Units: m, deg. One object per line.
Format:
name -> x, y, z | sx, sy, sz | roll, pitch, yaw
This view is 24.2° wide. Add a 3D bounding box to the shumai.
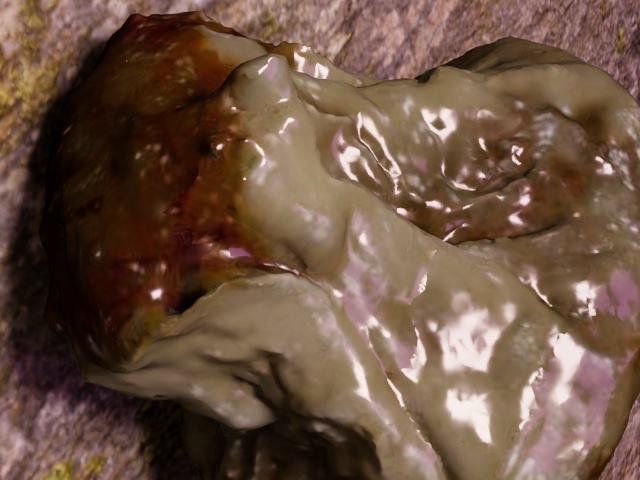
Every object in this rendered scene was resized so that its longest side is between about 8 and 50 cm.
shumai -> 0.000, 0.000, 0.897 | 0.323, 0.324, 0.398 | 35, 65, -37
